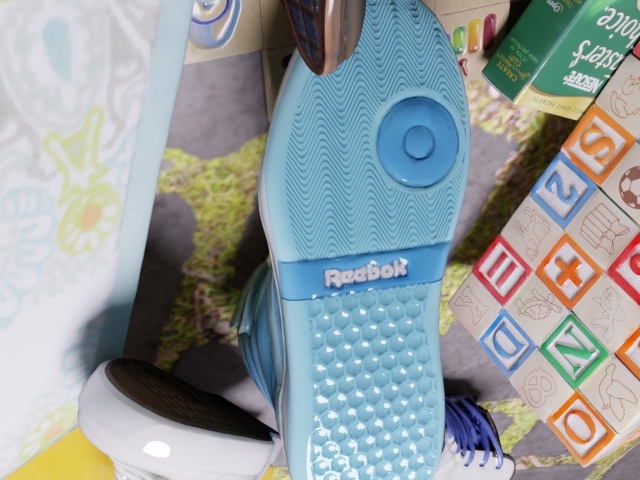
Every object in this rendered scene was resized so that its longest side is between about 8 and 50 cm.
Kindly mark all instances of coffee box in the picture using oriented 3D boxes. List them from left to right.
[{"bbox_3d":[0.199,-0.164,0.506,0.113,0.040,0.184,3,131,-44],"label":"coffee box"}]

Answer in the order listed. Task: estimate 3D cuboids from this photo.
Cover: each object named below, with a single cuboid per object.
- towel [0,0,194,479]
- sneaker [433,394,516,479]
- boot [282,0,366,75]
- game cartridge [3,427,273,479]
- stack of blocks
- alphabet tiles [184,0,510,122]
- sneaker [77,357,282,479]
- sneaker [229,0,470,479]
[{"bbox_3d":[-0.211,0.013,0.337,0.320,0.090,0.375,-26,142,-52],"label":"towel"},{"bbox_3d":[0.104,0.192,0.776,0.182,0.127,0.316,-18,144,-15],"label":"sneaker"},{"bbox_3d":[0.034,-0.188,0.355,0.106,0.082,0.219,-14,123,-22],"label":"boot"},{"bbox_3d":[-0.197,0.255,0.617,0.323,0.052,0.286,33,75,-44],"label":"game cartridge"},{"bbox_3d":[0.242,0.002,0.564,0.087,0.171,0.297,-7,137,-41],"label":"stack of blocks"},{"bbox_3d":[0.042,-0.219,0.410,0.285,0.011,0.343,-15,137,-13],"label":"alphabet tiles"},{"bbox_3d":[-0.097,0.164,0.527,0.123,0.105,0.290,-57,161,-12],"label":"sneaker"},{"bbox_3d":[0.000,0.000,0.527,0.127,0.208,0.319,2,99,-17],"label":"sneaker"}]
